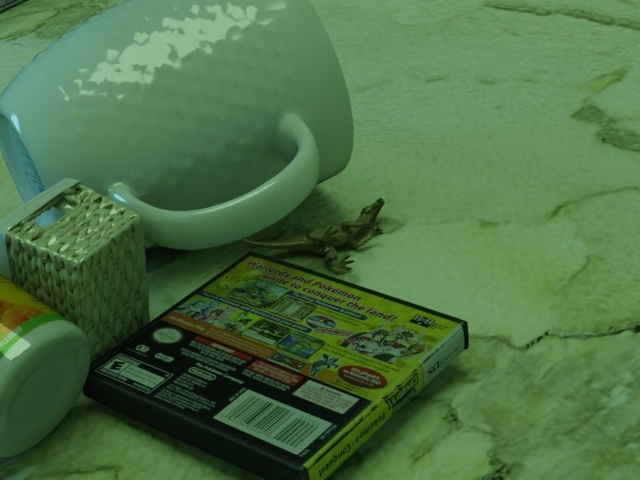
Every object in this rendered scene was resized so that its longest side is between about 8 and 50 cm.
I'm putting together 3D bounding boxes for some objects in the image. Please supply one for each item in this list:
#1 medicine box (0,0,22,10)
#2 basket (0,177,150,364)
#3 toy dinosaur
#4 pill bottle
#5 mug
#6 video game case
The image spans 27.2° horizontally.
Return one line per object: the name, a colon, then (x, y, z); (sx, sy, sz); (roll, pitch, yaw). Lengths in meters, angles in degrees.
medicine box: (-0.598, -0.479, 2.066); (0.149, 0.263, 0.289); (19, 38, 33)
basket: (-0.235, 0.043, 1.285); (0.103, 0.167, 0.113); (20, 39, 24)
toy dinosaur: (0.000, 0.000, 1.444); (0.183, 0.053, 0.092); (-14, 17, -21)
pill bottle: (-0.342, 0.079, 1.207); (0.245, 0.136, 0.136); (31, 44, 22)
mug: (-0.149, -0.111, 1.418); (0.328, 0.276, 0.374); (-26, 40, -20)
video game case: (-0.042, 0.111, 1.238); (0.275, 0.035, 0.248); (17, 38, 36)
